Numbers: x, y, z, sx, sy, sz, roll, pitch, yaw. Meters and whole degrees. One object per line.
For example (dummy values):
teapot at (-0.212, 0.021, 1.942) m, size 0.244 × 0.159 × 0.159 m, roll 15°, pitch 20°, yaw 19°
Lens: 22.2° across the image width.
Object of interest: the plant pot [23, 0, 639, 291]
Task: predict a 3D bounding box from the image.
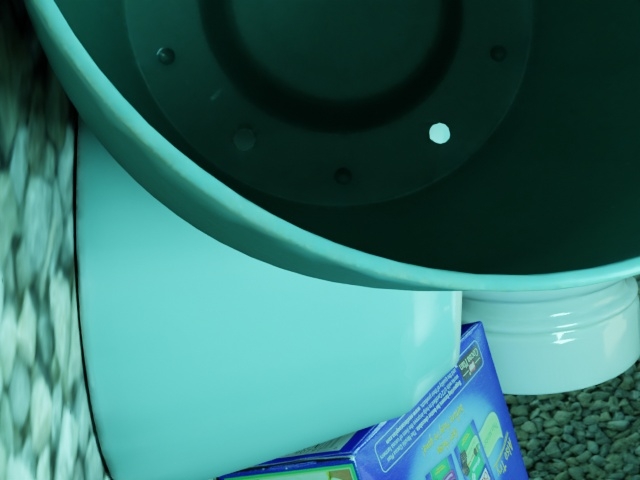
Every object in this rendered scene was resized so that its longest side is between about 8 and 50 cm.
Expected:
plant pot at (0.026, -0.114, 0.575) m, size 0.235 × 0.293 × 0.293 m, roll 144°, pitch -52°, yaw -76°

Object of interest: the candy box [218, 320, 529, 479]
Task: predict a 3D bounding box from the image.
candy box at (0.074, 0.259, 1.241) m, size 0.268 × 0.122 × 0.317 m, roll -35°, pitch 109°, yaw -59°

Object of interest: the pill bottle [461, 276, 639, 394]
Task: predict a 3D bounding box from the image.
pill bottle at (0.167, -0.071, 1.340) m, size 0.204 × 0.204 × 0.361 m, roll -78°, pitch 161°, yaw -71°

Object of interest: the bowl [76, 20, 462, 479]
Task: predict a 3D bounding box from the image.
bowl at (-0.011, -0.025, 0.813) m, size 0.311 × 0.163 × 0.311 m, roll 1°, pitch 90°, yaw -87°
